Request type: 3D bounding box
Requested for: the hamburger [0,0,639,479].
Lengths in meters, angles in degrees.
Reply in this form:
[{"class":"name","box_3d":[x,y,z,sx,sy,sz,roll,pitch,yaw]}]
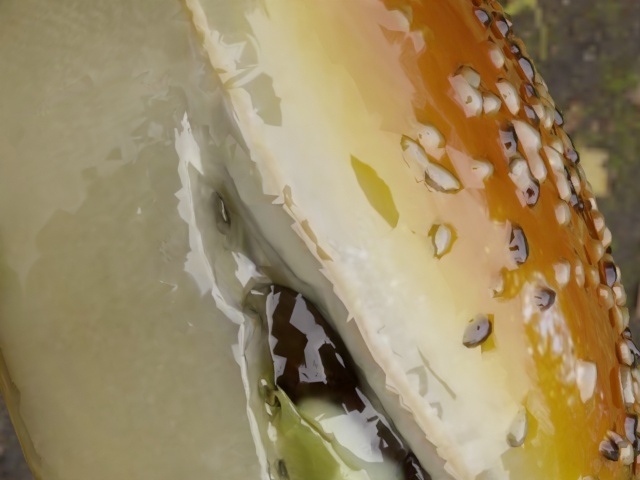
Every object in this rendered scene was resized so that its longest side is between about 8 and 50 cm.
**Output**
[{"class":"hamburger","box_3d":[0.000,0.000,0.563,0.300,0.176,0.300,-21,90,-81]}]
